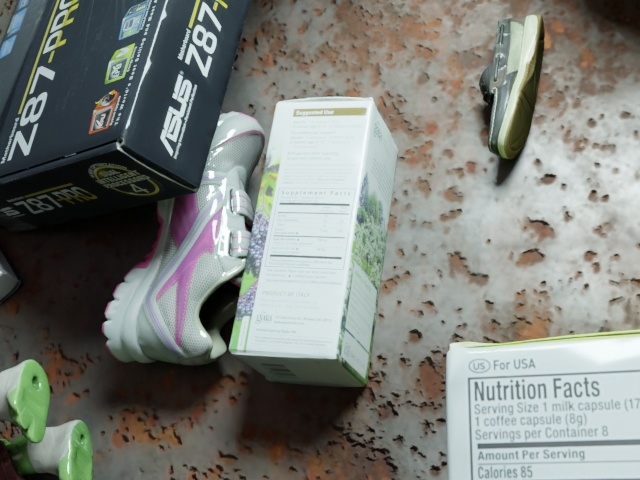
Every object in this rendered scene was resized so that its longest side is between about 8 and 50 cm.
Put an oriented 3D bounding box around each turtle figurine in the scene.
[{"bbox_3d":[-0.347,0.215,0.738,0.266,0.274,0.198,-15,98,7],"label":"turtle figurine"}]

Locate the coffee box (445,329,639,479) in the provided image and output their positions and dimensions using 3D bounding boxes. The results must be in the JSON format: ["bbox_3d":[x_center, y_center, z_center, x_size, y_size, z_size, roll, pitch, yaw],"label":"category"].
[{"bbox_3d":[0.259,0.241,0.440,0.338,0.337,0.334,-6,65,17],"label":"coffee box"}]

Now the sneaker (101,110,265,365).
[{"bbox_3d":[-0.094,0.005,0.803,0.111,0.103,0.252,16,80,20],"label":"sneaker"}]

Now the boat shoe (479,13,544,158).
[{"bbox_3d":[0.169,-0.139,0.801,0.049,0.056,0.152,6,60,26],"label":"boat shoe"}]

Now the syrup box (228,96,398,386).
[{"bbox_3d":[0.000,0.000,0.770,0.096,0.093,0.237,1,68,19],"label":"syrup box"}]

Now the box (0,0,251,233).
[{"bbox_3d":[-0.198,-0.216,0.868,0.318,0.097,0.395,-8,62,44],"label":"box"}]

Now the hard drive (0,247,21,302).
[{"bbox_3d":[-0.478,-0.001,0.959,0.210,0.040,0.318,-40,61,-1],"label":"hard drive"}]
